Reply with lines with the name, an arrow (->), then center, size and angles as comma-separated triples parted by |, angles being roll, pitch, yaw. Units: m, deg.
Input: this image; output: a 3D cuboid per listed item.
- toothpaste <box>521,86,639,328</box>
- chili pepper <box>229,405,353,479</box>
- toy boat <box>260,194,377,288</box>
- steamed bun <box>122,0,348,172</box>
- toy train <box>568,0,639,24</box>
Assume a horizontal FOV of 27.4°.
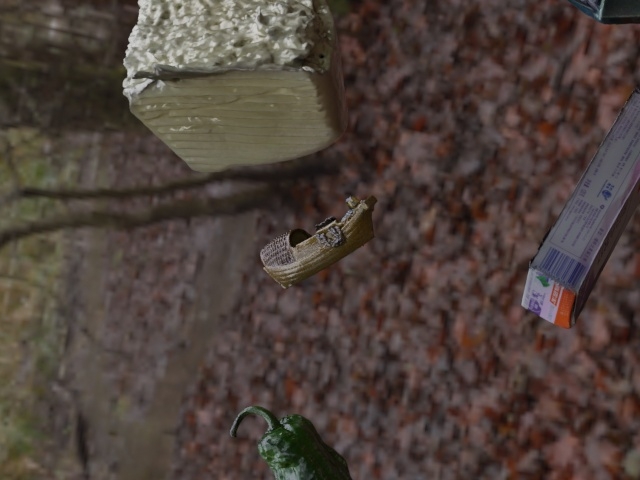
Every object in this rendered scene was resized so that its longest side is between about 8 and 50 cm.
toothpaste -> 0.197, -0.027, 0.914 | 0.196, 0.040, 0.047 | -54, -22, -34
chili pepper -> 0.001, 0.283, 1.403 | 0.100, 0.074, 0.257 | -12, 105, 53
toy boat -> 0.000, 0.000, 1.245 | 0.149, 0.049, 0.047 | -30, 6, 39
steamed bun -> -0.100, -0.253, 1.762 | 0.273, 0.290, 0.272 | 63, -150, -55
toy train -> 0.206, -0.302, 1.209 | 0.409, 0.089, 0.086 | -119, 30, -59
